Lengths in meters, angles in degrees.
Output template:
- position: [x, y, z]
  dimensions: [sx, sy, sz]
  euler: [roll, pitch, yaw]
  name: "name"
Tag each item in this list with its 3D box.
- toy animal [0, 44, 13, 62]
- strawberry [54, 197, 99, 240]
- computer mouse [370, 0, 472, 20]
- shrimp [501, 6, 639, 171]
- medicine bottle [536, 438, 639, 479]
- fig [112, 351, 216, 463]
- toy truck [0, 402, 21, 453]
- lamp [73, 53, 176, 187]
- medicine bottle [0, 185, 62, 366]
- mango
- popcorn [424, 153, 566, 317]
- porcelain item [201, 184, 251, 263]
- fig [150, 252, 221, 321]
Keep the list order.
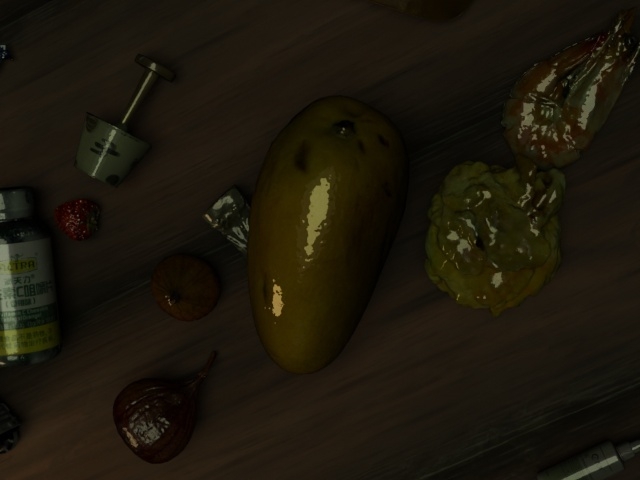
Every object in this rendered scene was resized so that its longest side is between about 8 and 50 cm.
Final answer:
- position: [-0.619, -0.266, 1.859]
  dimensions: [0.217, 0.041, 0.075]
  euler: [-17, 93, 13]
  name: "toy animal"
- position: [-0.418, -0.037, 1.848]
  dimensions: [0.083, 0.073, 0.073]
  euler: [8, 98, 20]
  name: "strawberry"
- position: [0.103, -0.454, 1.723]
  dimensions: [0.310, 0.072, 0.158]
  euler: [20, 101, 4]
  name: "computer mouse"
- position: [0.400, -0.245, 1.715]
  dimensions: [0.154, 0.062, 0.294]
  euler: [37, 102, 8]
  name: "shrimp"
- position: [0.454, 0.365, 1.783]
  dimensions: [0.199, 0.057, 0.057]
  euler: [-27, 93, 10]
  name: "medicine bottle"
- position: [-0.242, 0.277, 1.836]
  dimensions: [0.201, 0.134, 0.146]
  euler: [-34, 101, 2]
  name: "fig"
- position: [-0.706, 0.389, 1.899]
  dimensions: [0.367, 0.146, 0.175]
  euler: [-37, 87, 10]
  name: "toy truck"
- position: [-0.321, -0.197, 1.788]
  dimensions: [0.121, 0.121, 0.214]
  euler: [30, 91, 3]
  name: "lamp"
- position: [-0.519, 0.057, 1.833]
  dimensions: [0.141, 0.141, 0.293]
  euler: [-4, 96, 8]
  name: "medicine bottle"
- position: [0.000, 0.000, 1.685]
  dimensions: [0.221, 0.301, 0.445]
  euler: [18, 110, 11]
  name: "mango"
- position: [0.274, -0.010, 1.692]
  dimensions: [0.233, 0.192, 0.266]
  euler: [34, 111, -1]
  name: "popcorn"
- position: [-0.100, 0.011, 1.815]
  dimensions: [0.081, 0.069, 0.215]
  euler: [-42, 95, 6]
  name: "porcelain item"
- position: [-0.228, 0.094, 1.805]
  dimensions: [0.119, 0.153, 0.119]
  euler: [3, 127, 4]
  name: "fig"
